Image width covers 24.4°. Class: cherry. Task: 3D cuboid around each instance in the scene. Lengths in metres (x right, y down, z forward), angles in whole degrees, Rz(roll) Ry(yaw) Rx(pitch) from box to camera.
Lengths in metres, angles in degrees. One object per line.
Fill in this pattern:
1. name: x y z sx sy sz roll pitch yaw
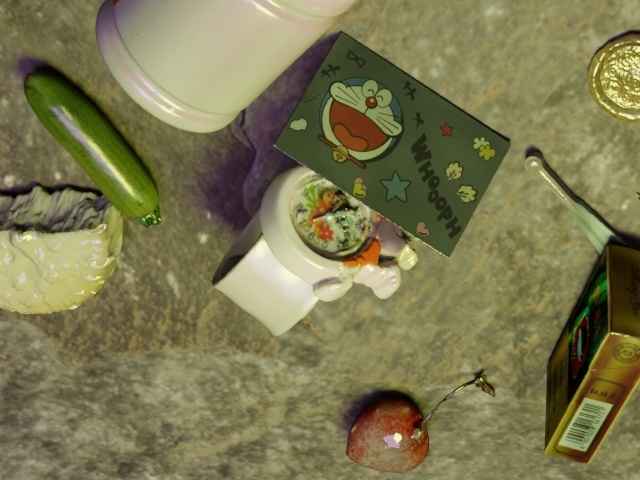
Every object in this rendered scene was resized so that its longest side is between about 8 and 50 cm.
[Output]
1. cherry: 0.137 0.254 2.016 0.226 0.090 0.107 -19 106 17

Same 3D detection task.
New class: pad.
1. pad: 0.088 -0.113 1.728 0.245 0.170 0.006 33 163 -7

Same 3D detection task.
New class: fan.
1. fan: 0.338 -0.005 1.810 0.282 0.023 0.057 44 133 -17

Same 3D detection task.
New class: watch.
1. watch: 0.000 0.000 1.806 0.196 0.244 0.231 38 146 -8

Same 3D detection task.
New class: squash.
1. squash: -0.279 -0.114 1.871 0.069 0.069 0.258 -27 115 30

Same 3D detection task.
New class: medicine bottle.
1. medicine bottle: -0.079 -0.283 1.609 0.202 0.202 0.316 41 125 -15

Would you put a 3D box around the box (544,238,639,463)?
1. box: 0.342 0.140 1.816 0.071 0.159 0.240 16 133 -2

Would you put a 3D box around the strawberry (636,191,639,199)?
1. strawberry: 0.418 -0.048 1.738 0.083 0.073 0.073 2 136 -33

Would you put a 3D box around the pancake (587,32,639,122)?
1. pancake: 0.359 -0.184 1.681 0.115 0.011 0.115 7 128 9

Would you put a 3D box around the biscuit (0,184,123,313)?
1. biscuit: -0.383 0.022 1.986 0.281 0.084 0.179 -6 122 19
